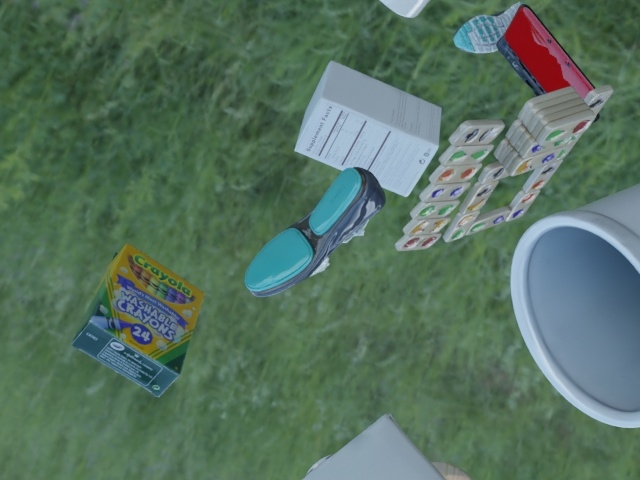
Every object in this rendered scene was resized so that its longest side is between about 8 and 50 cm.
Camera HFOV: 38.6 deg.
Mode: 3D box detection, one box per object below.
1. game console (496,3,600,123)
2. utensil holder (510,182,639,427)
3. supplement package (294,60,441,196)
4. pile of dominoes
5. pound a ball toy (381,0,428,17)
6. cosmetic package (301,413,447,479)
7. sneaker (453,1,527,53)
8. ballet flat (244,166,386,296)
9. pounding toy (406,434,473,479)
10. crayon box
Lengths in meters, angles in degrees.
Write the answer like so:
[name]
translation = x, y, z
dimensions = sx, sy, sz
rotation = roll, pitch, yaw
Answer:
[game console]
translation = 0.287, -0.209, 1.086
dimensions = 0.144, 0.124, 0.085
rotation = 56, 134, 11
[utensil holder]
translation = 0.542, 0.060, 1.380
dimensions = 0.386, 0.327, 0.328
rotation = -19, -179, -24
[supplement package]
translation = 0.069, -0.160, 1.307
dimensions = 0.179, 0.105, 0.105
rotation = 22, 131, -8
[pile of dominoes]
translation = 0.188, -0.056, 0.938
dimensions = 0.196, 0.040, 0.251
rotation = -19, 155, -24
[pound a ball toy]
translation = 0.195, -0.420, 1.186
dimensions = 0.208, 0.135, 0.319
rotation = 40, 140, -1
[cosmetic package]
translation = 0.090, 0.337, 0.841
dimensions = 0.155, 0.197, 0.365
rotation = 55, 175, -21
[sneaker]
translation = 0.273, -0.338, 1.498
dimensions = 0.167, 0.064, 0.076
rotation = -23, -173, -32
[ballet flat]
translation = 0.000, 0.000, 1.062
dimensions = 0.074, 0.203, 0.074
rotation = 39, -161, -16
[pounding toy]
translation = 0.148, 0.390, 1.258
dimensions = 0.154, 0.269, 0.155
rotation = -8, 160, 10
[crayon box]
translation = -0.357, 0.140, 1.861
dimensions = 0.203, 0.323, 0.083
rotation = 35, 118, -17
